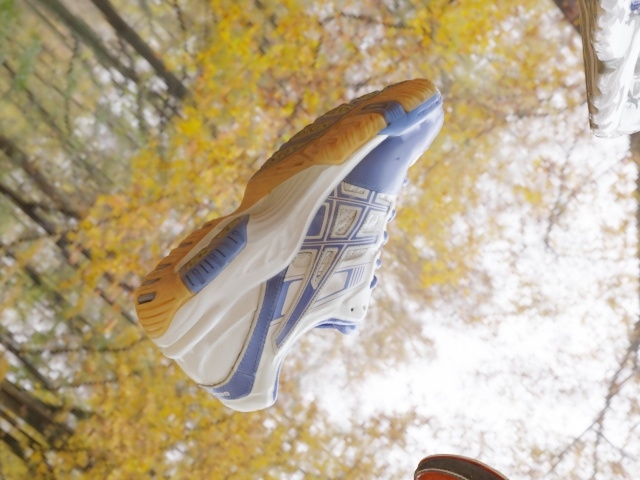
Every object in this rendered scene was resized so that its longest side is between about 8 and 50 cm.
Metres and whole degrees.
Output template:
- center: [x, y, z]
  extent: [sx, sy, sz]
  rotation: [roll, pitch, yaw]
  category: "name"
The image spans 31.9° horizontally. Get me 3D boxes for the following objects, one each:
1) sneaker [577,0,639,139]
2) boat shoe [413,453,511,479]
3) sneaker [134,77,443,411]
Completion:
- center: [0.222, -0.131, 0.694]
  extent: [0.115, 0.281, 0.105]
  rotation: [-5, -99, 12]
  category: "sneaker"
- center: [0.121, 0.193, 0.773]
  extent: [0.137, 0.049, 0.043]
  rotation: [25, -142, 21]
  category: "boat shoe"
- center: [0.000, 0.000, 0.845]
  extent: [0.296, 0.131, 0.112]
  rotation: [-43, -162, -19]
  category: "sneaker"
